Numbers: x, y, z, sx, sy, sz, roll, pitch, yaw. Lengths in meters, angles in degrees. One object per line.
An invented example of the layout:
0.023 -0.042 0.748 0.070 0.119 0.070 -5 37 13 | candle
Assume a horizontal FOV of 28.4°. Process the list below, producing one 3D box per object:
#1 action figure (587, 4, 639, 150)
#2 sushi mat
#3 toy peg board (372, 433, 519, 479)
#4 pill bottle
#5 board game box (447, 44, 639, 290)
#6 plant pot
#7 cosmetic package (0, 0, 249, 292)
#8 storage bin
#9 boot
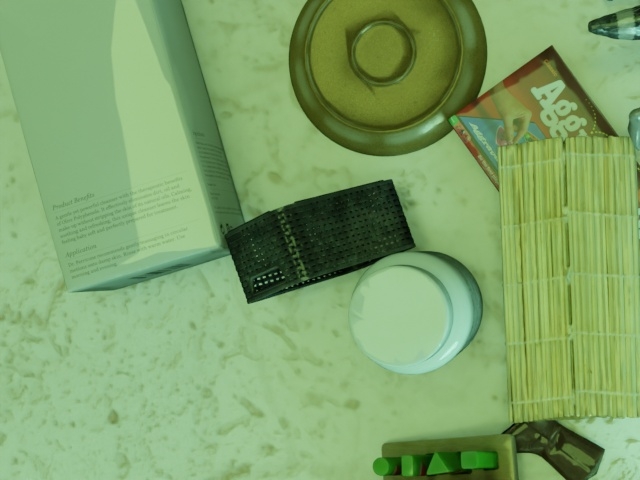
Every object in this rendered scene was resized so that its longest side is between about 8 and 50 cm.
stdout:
0.459 -0.197 1.281 0.330 0.178 0.341 -15 58 28 | action figure
0.277 0.043 1.397 0.151 0.019 0.316 -2 90 10 | sushi mat
0.132 0.299 1.395 0.161 0.079 0.160 -9 76 29 | toy peg board
0.101 0.077 1.360 0.131 0.229 0.131 0 90 12 | pill bottle
0.282 -0.064 1.419 0.145 0.027 0.281 -36 86 7 | board game box
0.075 -0.217 1.470 0.236 0.032 0.236 0 89 11 | plant pot
-0.232 -0.139 1.470 0.197 0.155 0.365 -15 86 11 | cosmetic package
0.000 0.000 1.398 0.122 0.180 0.084 -24 83 50 | storage bin
0.252 0.250 1.429 0.114 0.037 0.106 36 99 5 | boot
